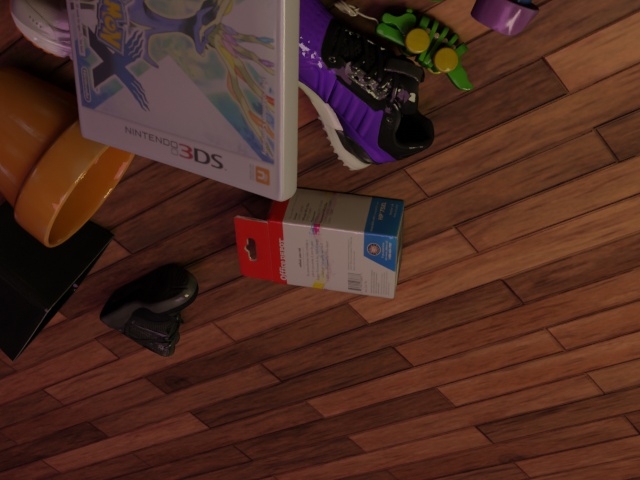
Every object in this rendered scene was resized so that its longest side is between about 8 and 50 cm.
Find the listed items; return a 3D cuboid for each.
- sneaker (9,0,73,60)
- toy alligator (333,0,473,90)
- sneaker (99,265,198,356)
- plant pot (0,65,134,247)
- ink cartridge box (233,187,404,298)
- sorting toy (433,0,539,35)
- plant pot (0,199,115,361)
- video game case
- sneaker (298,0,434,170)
[{"bbox_3d":[-0.238,-0.273,1.158,0.262,0.099,0.121,16,131,-11],"label":"sneaker"},{"bbox_3d":[0.107,-0.242,1.110,0.189,0.056,0.051,32,92,-8],"label":"toy alligator"},{"bbox_3d":[-0.252,0.119,1.583,0.227,0.087,0.130,-25,127,40],"label":"sneaker"},{"bbox_3d":[-0.375,-0.127,1.285,0.188,0.205,0.205,36,136,0],"label":"plant pot"},{"bbox_3d":[0.000,0.000,1.378,0.231,0.078,0.134,8,137,9],"label":"ink cartridge box"},{"bbox_3d":[0.073,-0.337,0.991,0.365,0.127,0.126,22,115,-3],"label":"sorting toy"},{"bbox_3d":[-0.465,0.040,1.503,0.167,0.188,0.187,40,135,-6],"label":"plant pot"},{"bbox_3d":[-0.155,-0.228,1.028,0.299,0.036,0.329,19,124,26],"label":"video game case"},{"bbox_3d":[0.046,-0.199,1.116,0.146,0.102,0.293,0,146,37],"label":"sneaker"}]
